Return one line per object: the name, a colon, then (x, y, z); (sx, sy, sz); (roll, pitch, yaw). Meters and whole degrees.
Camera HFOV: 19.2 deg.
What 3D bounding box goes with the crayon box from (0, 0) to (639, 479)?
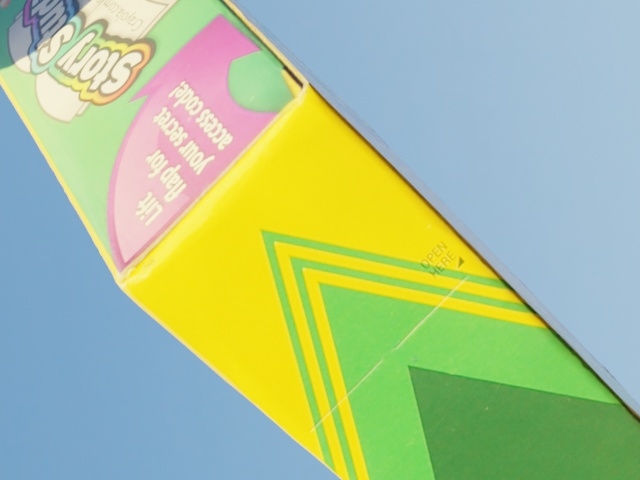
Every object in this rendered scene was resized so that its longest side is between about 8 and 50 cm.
crayon box: (0.000, 0.000, 0.851); (0.313, 0.106, 0.363); (45, -178, -32)
